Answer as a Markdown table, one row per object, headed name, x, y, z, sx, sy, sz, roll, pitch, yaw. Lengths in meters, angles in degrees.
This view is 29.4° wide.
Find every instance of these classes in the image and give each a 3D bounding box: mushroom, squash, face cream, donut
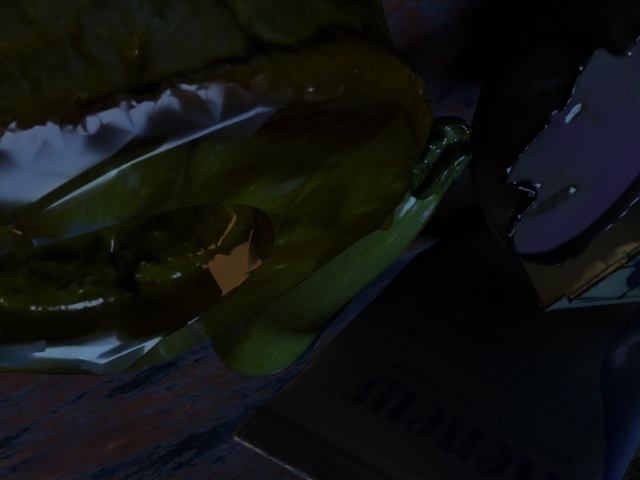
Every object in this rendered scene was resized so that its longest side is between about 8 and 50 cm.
| name | x | y | z | sx | sy | sz | roll | pitch | yaw |
| --- | --- | --- | --- | --- | --- | --- | --- | --- | --- |
| mushroom | 0.152 | -0.082 | 0.736 | 0.141 | 0.117 | 0.188 | 15 | 113 | -36 |
| squash | 0.000 | 0.000 | 0.822 | 0.094 | 0.095 | 0.341 | -8 | 156 | -32 |
| face cream | 0.139 | 0.092 | 0.906 | 0.420 | 0.234 | 0.137 | -42 | 156 | -51 |
| donut | -0.111 | -0.032 | 0.559 | 0.330 | 0.160 | 0.330 | -17 | 164 | -5 |

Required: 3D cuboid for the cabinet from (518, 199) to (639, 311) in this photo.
| name | x | y | z | sx | sy | sz | roll | pitch | yaw |
| --- | --- | --- | --- | --- | --- | --- | --- | --- | --- |
| cabinet | 0.242 | -0.056 | 0.848 | 0.145 | 0.150 | 0.206 | -2 | 151 | -41 |
